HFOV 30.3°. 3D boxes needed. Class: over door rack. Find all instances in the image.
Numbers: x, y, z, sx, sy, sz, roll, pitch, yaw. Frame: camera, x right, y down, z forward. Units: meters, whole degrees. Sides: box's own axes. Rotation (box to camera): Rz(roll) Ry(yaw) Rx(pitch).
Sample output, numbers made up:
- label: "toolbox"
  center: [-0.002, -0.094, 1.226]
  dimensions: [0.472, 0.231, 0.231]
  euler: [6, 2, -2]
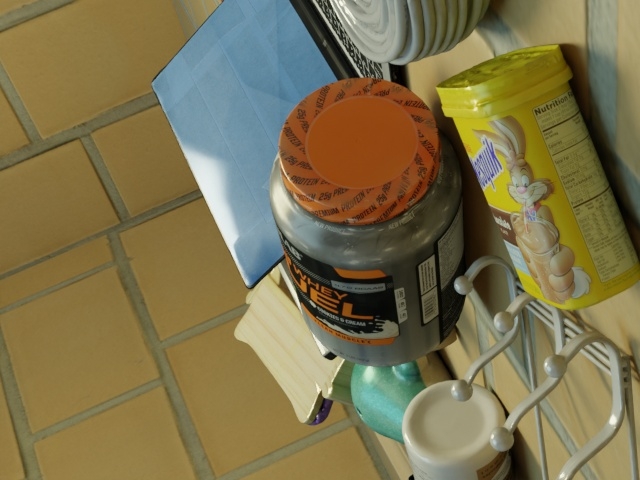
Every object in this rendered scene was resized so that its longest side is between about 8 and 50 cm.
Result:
- label: "over door rack"
  center: [0.214, 0.196, 1.057]
  dimensions: [0.239, 0.108, 0.324]
  euler: [-129, 16, -70]

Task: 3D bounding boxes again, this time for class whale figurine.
- label: "whale figurine"
  center: [0.138, 0.252, 1.741]
  dimensions: [0.272, 0.141, 0.216]
  euler: [54, 166, 51]

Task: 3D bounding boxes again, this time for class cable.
- label: "cable"
  center: [0.042, -0.260, 0.891]
  dimensions: [0.257, 0.089, 0.257]
  euler: [-151, 38, -80]

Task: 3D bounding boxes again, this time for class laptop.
- label: "laptop"
  center: [-0.084, -0.234, 1.367]
  dimensions: [0.408, 0.236, 0.382]
  euler: [75, 168, -56]

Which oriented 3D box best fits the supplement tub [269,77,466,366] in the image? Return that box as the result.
- label: "supplement tub"
  center: [0.053, -0.014, 1.229]
  dimensions: [0.316, 0.193, 0.193]
  euler: [76, 168, -58]

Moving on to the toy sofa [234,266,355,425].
- label: "toy sofa"
  center: [0.005, 0.179, 2.025]
  dimensions: [0.150, 0.177, 0.362]
  euler: [22, -169, -33]

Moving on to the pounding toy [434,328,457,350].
- label: "pounding toy"
  center: [0.062, 0.038, 1.527]
  dimensions: [0.155, 0.154, 0.269]
  euler: [-145, 32, -78]

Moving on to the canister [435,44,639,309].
- label: "canister"
  center: [0.154, -0.044, 0.832]
  dimensions: [0.170, 0.073, 0.126]
  euler: [66, 174, -10]

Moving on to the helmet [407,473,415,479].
- label: "helmet"
  center: [0.201, 0.433, 1.790]
  dimensions: [0.169, 0.169, 0.161]
  euler: [172, 90, -83]

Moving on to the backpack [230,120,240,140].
- label: "backpack"
  center: [-0.053, -0.129, 1.633]
  dimensions: [0.263, 0.213, 0.276]
  euler: [-109, -6, -50]

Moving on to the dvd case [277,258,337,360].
- label: "dvd case"
  center: [0.028, 0.032, 1.741]
  dimensions: [0.029, 0.179, 0.239]
  euler: [28, -154, -47]

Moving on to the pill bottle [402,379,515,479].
- label: "pill bottle"
  center: [0.186, 0.297, 1.540]
  dimensions: [0.229, 0.131, 0.131]
  euler: [73, 171, -46]

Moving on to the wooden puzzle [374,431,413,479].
- label: "wooden puzzle"
  center: [0.136, 0.275, 2.169]
  dimensions: [0.322, 0.080, 0.348]
  euler: [-122, 15, -51]
